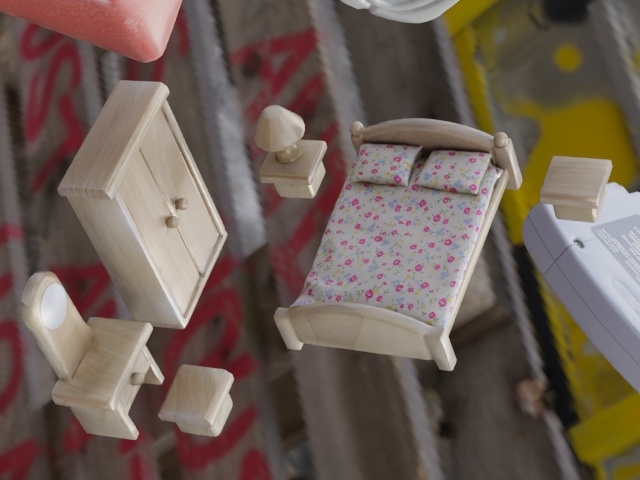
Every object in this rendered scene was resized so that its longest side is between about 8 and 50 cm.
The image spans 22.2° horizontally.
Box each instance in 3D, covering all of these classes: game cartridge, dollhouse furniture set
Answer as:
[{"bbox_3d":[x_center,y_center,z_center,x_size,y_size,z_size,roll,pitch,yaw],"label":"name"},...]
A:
[{"bbox_3d":[0.340,0.070,1.649,0.198,0.062,0.297,-16,60,-43],"label":"game cartridge"},{"bbox_3d":[0.000,0.000,1.206,0.174,0.356,0.303,68,36,-45],"label":"dollhouse furniture set"}]

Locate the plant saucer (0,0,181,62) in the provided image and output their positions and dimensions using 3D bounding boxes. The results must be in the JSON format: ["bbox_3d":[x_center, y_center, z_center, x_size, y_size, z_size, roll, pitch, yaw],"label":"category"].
[{"bbox_3d":[-0.184,-0.275,1.033,0.259,0.258,0.048,20,3,5],"label":"plant saucer"}]

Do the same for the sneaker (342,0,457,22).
[{"bbox_3d":[0.089,-0.208,0.906,0.090,0.235,0.095,24,61,-31],"label":"sneaker"}]
